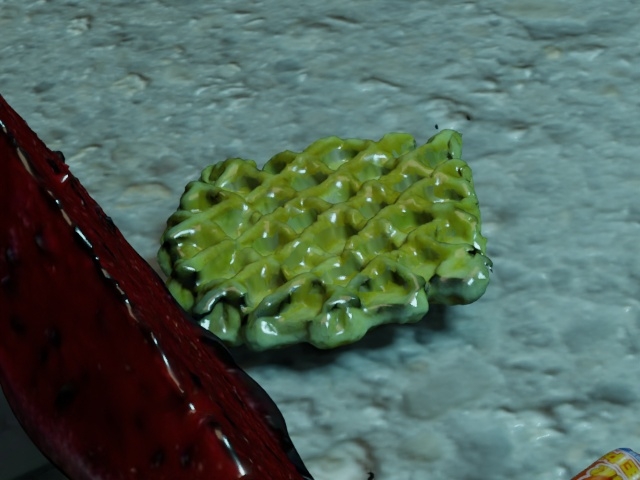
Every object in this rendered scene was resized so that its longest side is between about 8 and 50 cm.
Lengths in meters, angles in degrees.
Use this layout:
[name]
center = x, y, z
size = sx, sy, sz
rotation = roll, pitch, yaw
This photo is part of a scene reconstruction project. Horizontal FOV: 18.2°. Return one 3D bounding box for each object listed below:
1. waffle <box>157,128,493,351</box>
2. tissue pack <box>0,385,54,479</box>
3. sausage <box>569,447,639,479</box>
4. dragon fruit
[waffle]
center = 0.000, 0.002, 1.249
size = 0.204, 0.054, 0.223
rotation = -7, 32, 1
[tissue pack]
center = -0.359, 0.046, 1.193
size = 0.288, 0.124, 0.394
rotation = -20, 36, -21
[sausage]
center = 0.129, 0.144, 1.031
size = 0.129, 0.034, 0.034
rotation = -30, 39, -29
[dragon fruit]
center = -0.084, 0.083, 1.009
size = 0.100, 0.282, 0.343
rotation = -41, 61, 2
